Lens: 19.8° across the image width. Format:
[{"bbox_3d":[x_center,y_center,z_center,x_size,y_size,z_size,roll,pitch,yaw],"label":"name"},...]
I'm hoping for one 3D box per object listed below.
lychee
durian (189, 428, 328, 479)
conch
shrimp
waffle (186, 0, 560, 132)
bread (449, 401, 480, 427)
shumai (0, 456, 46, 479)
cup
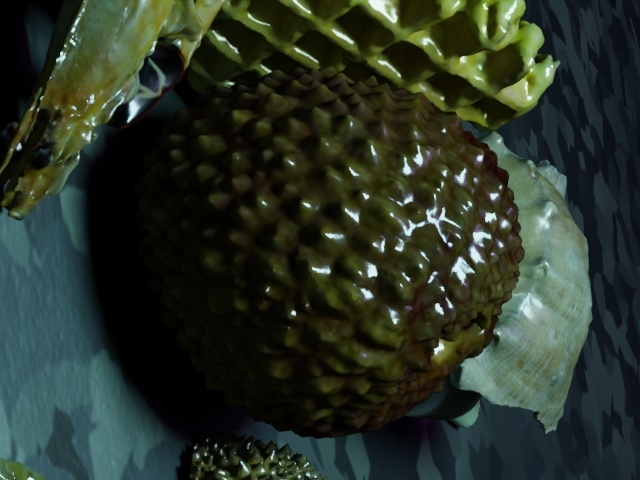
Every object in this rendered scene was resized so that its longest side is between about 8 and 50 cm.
[{"bbox_3d":[0.000,0.000,1.252,0.267,0.267,0.268,-12,90,-68],"label":"lychee"},{"bbox_3d":[-0.032,0.200,1.269,0.188,0.091,0.148,-3,81,-66],"label":"durian"},{"bbox_3d":[0.142,0.033,1.545,0.324,0.186,0.263,30,33,-33],"label":"conch"},{"bbox_3d":[-0.118,-0.129,1.157,0.287,0.063,0.152,-63,159,-12],"label":"shrimp"},{"bbox_3d":[0.030,-0.121,1.327,0.309,0.283,0.065,75,25,-64],"label":"waffle"},{"bbox_3d":[0.122,0.076,1.782,0.112,0.036,0.193,35,47,-58],"label":"bread"},{"bbox_3d":[-0.202,0.112,0.832,0.184,0.141,0.184,-8,90,-68],"label":"shumai"},{"bbox_3d":[0.096,0.109,1.647,0.099,0.074,0.102,14,66,-65],"label":"cup"}]
